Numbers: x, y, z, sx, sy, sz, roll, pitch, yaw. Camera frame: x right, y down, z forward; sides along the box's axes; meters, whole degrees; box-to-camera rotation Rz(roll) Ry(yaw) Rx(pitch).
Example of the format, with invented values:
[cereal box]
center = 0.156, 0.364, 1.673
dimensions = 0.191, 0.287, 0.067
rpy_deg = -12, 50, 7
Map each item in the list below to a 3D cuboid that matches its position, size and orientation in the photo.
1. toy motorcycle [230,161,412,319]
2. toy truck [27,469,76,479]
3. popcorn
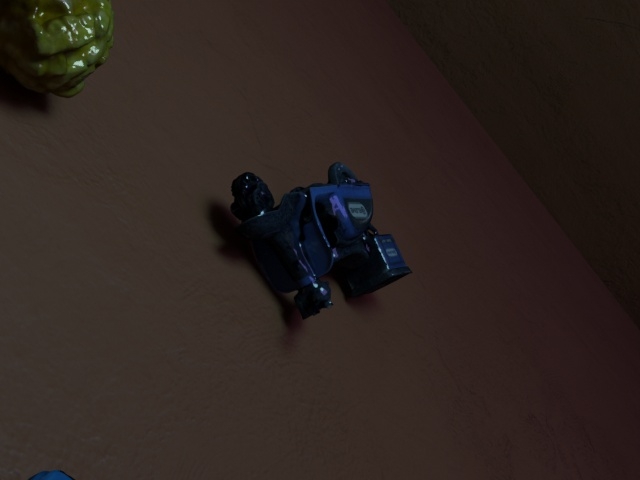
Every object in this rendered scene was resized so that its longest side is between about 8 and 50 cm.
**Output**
[toy motorcycle]
center = 0.000, 0.000, 1.365
dimensions = 0.358, 0.125, 0.213
rpy_deg = -7, 69, -62
[toy truck]
center = -0.120, 0.345, 0.714
dimensions = 0.385, 0.162, 0.161
rpy_deg = 47, 28, -20
[popcorn]
center = -0.312, -0.256, 1.086
dimensions = 0.194, 0.140, 0.163
rpy_deg = 51, 32, 10
